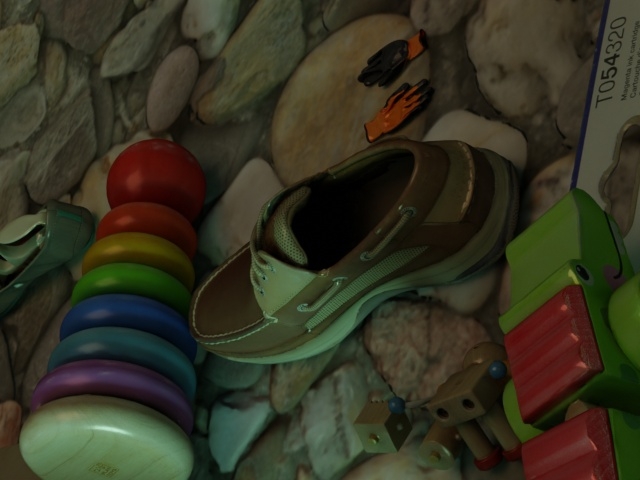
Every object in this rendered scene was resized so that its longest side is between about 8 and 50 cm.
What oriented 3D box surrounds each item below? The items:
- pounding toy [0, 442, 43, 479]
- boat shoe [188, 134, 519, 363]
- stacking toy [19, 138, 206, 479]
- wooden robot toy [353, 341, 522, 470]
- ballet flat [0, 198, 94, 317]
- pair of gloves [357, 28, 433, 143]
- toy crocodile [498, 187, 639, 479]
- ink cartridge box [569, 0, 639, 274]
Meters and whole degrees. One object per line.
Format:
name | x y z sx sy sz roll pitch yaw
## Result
pounding toy | -0.227 0.271 1.426 0.237 0.110 0.183 -15 44 11
boat shoe | 0.000 0.000 1.259 0.324 0.116 0.123 -30 51 37
stacking toy | -0.156 0.048 1.398 0.141 0.141 0.330 -27 43 39
wooden robot toy | 0.110 0.108 1.141 0.173 0.076 0.079 -24 20 41
ballet flat | -0.311 0.017 1.652 0.213 0.068 0.072 -33 50 36
pair of gloves | 0.059 -0.126 1.337 0.074 0.010 0.083 -32 50 36
toy crocodile | 0.150 0.116 0.859 0.115 0.105 0.340 -40 43 38
ink cartridge box | 0.290 -0.048 0.953 0.330 0.071 0.324 -16 51 48
